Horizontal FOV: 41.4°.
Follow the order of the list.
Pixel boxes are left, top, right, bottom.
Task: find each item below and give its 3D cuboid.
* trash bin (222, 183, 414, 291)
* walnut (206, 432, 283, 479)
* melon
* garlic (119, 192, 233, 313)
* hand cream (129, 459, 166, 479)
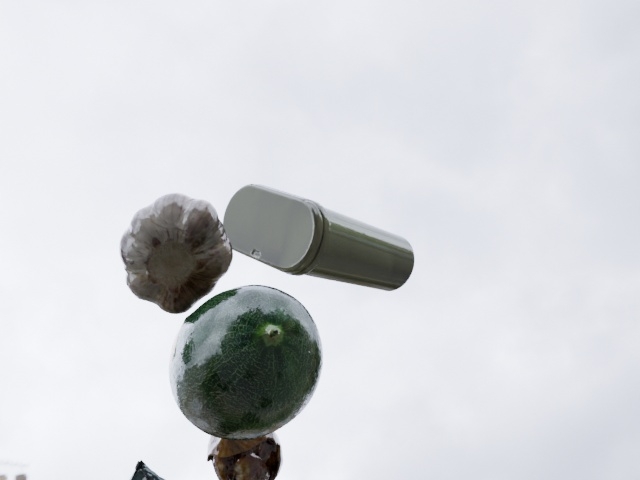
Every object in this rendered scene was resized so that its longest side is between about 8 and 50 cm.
[{"bbox_3d":[0.000,0.000,1.422,0.247,0.243,0.121,15,-87,-42],"label":"trash bin"},{"bbox_3d":[-0.114,0.316,1.270,0.116,0.115,0.207,-26,-30,-6],"label":"walnut"},{"bbox_3d":[-0.090,0.149,1.039,0.182,0.182,0.288,-2,-20,-24],"label":"melon"},{"bbox_3d":[-0.189,0.014,1.110,0.147,0.102,0.159,9,-72,-8],"label":"garlic"},{"bbox_3d":[-0.278,0.521,1.633,0.075,0.248,0.052,-55,-21,-15],"label":"hand cream"}]
